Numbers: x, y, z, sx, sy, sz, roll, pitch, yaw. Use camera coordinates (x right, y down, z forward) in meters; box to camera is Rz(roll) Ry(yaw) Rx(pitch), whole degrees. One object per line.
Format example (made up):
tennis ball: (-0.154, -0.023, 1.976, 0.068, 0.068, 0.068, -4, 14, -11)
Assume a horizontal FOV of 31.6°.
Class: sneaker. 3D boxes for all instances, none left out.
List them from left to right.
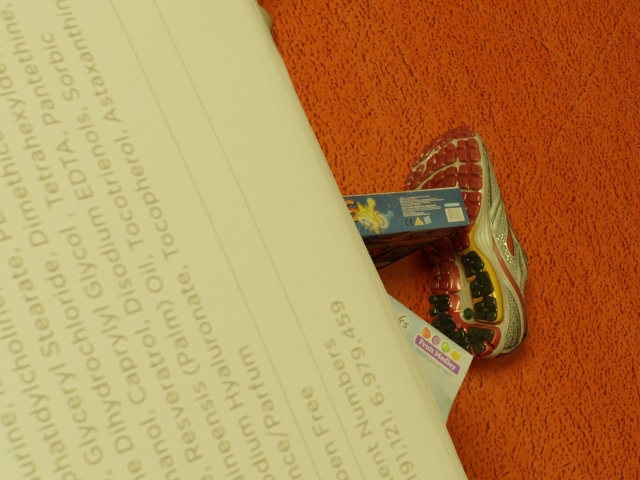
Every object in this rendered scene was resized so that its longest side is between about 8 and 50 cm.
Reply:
sneaker: (0.138, 0.002, 1.041, 0.093, 0.088, 0.225, 16, 63, -49)

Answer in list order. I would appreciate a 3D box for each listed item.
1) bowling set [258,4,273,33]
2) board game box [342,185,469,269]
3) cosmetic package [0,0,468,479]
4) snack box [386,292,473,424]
bowling set: (-0.156, -0.248, 0.912, 0.200, 0.287, 0.154, 15, 45, 22)
board game box: (0.000, 0.000, 0.913, 0.201, 0.136, 0.035, -6, 76, -34)
cosmetic package: (-0.211, 0.087, 0.532, 0.394, 0.329, 0.327, -20, 84, -35)
snack box: (-0.022, 0.086, 0.824, 0.174, 0.207, 0.070, 37, 57, -15)
